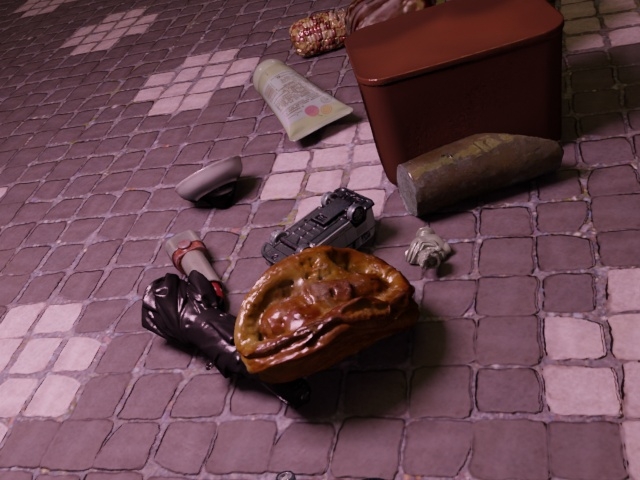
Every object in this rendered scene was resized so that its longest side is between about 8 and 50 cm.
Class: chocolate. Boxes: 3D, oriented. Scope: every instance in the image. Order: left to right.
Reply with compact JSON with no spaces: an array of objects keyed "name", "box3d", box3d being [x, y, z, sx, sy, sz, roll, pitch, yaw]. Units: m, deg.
[{"name":"chocolate","box3d":[0.165,-0.436,1.520,0.210,0.225,0.340,-29,36,7]}]

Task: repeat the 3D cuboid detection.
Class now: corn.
[{"name":"corn","box3d":[0.064,-0.537,1.783,0.289,0.098,0.098,-17,37,1]}]

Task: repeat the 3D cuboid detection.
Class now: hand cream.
[{"name":"hand cream","box3d":[-0.057,-0.311,1.551,0.147,0.093,0.306,-28,40,-10]}]

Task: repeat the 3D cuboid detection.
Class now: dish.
[{"name":"dish","box3d":[-0.198,-0.095,1.361,0.141,0.078,0.141,-28,0,0]}]

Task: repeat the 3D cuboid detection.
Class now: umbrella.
[{"name":"umbrella","box3d":[-0.136,0.138,1.005,0.118,0.118,0.340,-38,43,-25]}]

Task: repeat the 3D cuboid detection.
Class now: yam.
[{"name":"yam","box3d":[0.256,-0.120,1.164,0.259,0.106,0.106,-20,37,1]}]

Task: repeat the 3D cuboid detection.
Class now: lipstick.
[{"name":"lipstick","box3d":[-0.198,0.052,1.179,0.063,0.057,0.186,-28,41,-14]}]

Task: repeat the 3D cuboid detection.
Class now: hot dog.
[{"name":"hot dog","box3d":[0.008,0.087,0.933,0.259,0.114,0.175,-18,41,-36]}]

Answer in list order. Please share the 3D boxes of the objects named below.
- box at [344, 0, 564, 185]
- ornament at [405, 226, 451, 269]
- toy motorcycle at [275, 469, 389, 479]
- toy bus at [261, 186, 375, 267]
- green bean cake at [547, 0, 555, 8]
[{"name":"box","box3d":[0.238,-0.270,1.259,0.339,0.229,0.239,-15,37,4]},{"name":"ornament","box3d":[0.163,0.016,1.086,0.068,0.041,0.092,-22,27,-14]},{"name":"toy motorcycle","box3d":[-0.023,0.310,0.749,0.221,0.102,0.150,-13,16,3]},{"name":"toy bus","box3d":[0.000,0.000,1.131,0.194,0.089,0.087,-38,42,-24]},{"name":"green bean cake","box3d":[0.388,-0.506,1.483,0.131,0.224,0.230,-29,48,-12]}]
